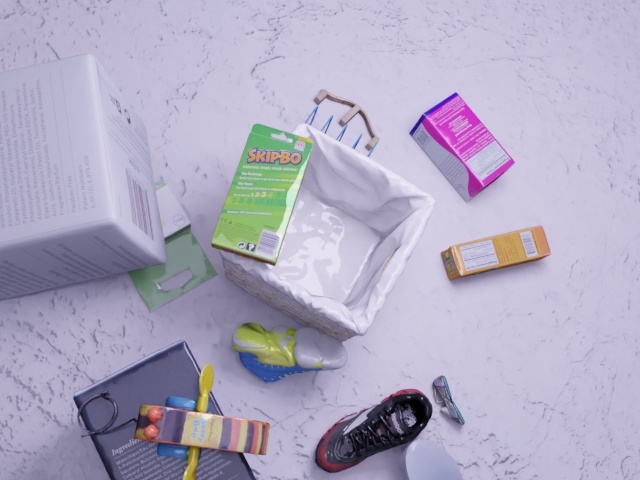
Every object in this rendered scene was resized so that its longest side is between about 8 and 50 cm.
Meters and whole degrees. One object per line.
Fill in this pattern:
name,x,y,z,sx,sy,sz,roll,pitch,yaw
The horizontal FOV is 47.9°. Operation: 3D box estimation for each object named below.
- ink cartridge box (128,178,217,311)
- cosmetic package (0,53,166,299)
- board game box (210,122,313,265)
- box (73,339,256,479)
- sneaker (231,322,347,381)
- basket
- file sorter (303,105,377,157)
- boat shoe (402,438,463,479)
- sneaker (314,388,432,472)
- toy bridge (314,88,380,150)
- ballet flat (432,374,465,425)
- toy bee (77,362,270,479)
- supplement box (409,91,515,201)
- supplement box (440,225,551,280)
ink cartridge box,-0.351,0.008,1.543,0.171,0.056,0.235,-30,79,-17
cosmetic package,-0.542,-0.099,1.359,0.394,0.329,0.327,-12,76,0
board game box,-0.105,-0.090,1.349,0.124,0.039,0.259,17,73,-1
box,-0.254,0.418,1.313,0.212,0.293,0.395,-27,81,-16
sneaker,-0.063,0.240,1.486,0.240,0.126,0.091,13,45,10
basket,0.000,0.000,1.494,0.331,0.266,0.328,31,71,-1
file sorter,0.027,-0.208,1.638,0.170,0.118,0.104,33,68,1
boat shoe,0.261,0.539,1.468,0.113,0.105,0.306,-40,90,-22
sneaker,0.115,0.385,1.471,0.276,0.135,0.097,-25,81,-14
toy bridge,0.070,-0.299,1.719,0.188,0.026,0.063,43,69,4
ballet flat,0.274,0.351,1.564,0.041,0.041,0.114,-20,78,-15
toy bee,-0.222,0.301,1.115,0.298,0.162,0.195,-11,78,-14
supplement box,0.331,-0.218,1.696,0.114,0.111,0.220,-35,83,-18
supplement box,0.402,0.029,1.655,0.234,0.078,0.080,-10,79,-12
